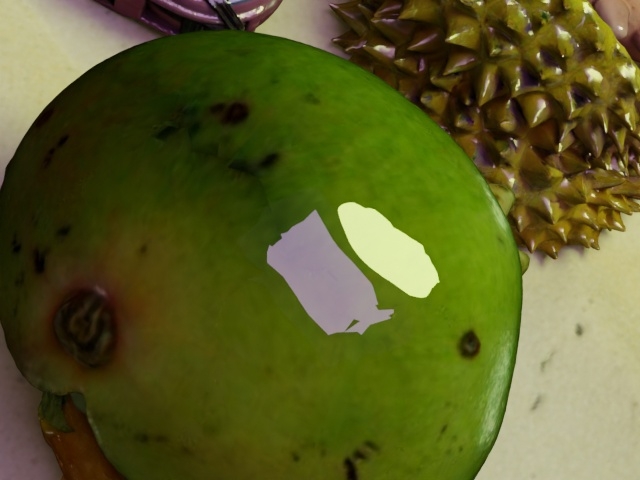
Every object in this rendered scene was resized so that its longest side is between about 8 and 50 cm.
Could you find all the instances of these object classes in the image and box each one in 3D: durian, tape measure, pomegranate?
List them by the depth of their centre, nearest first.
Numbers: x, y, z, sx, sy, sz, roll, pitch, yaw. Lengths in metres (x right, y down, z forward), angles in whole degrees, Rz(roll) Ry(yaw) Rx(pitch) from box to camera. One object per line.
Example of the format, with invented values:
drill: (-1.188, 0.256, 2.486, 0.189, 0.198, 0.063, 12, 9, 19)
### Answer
pomegranate: (0.000, 0.000, 1.015, 0.310, 0.216, 0.358, 41, 34, 27)
tape measure: (-0.076, -0.185, 1.164, 0.125, 0.074, 0.118, 30, 71, -4)
durian: (0.122, -0.112, 1.177, 0.260, 0.186, 0.154, 33, 58, 6)

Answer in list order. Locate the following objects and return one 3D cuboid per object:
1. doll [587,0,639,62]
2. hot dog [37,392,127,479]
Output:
doll: (0.197, -0.194, 1.240, 0.262, 0.093, 0.211, 34, 34, -25)
hot dog: (-0.070, 0.170, 1.044, 0.115, 0.072, 0.269, -22, 77, -45)
